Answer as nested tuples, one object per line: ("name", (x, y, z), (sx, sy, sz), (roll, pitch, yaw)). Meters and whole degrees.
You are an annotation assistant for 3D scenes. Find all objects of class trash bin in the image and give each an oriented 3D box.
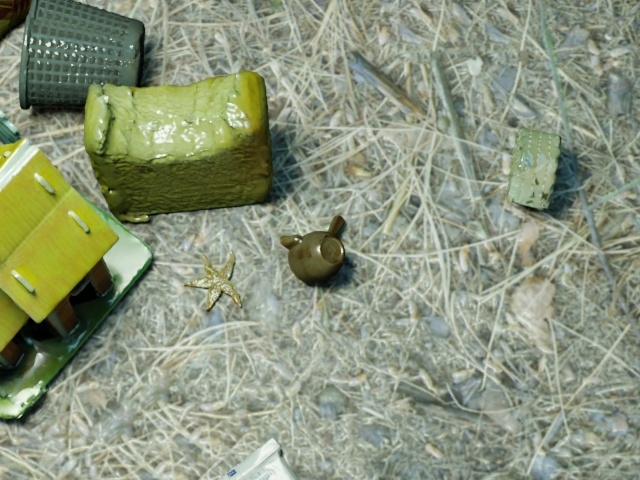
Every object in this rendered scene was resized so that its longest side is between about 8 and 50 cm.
("trash bin", (-0.327, -0.259, 1.855), (0.161, 0.175, 0.175), (7, 70, -8))

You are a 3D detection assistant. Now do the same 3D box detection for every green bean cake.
("green bean cake", (-0.183, -0.135, 1.763), (0.236, 0.233, 0.124), (-6, 64, -2))

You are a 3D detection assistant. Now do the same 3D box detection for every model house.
("model house", (-0.440, -0.014, 1.673), (0.340, 0.324, 0.300), (37, 74, 13))

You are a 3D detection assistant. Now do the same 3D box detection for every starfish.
("starfish", (-0.136, 0.055, 1.806), (0.086, 0.016, 0.092), (27, 70, 8))

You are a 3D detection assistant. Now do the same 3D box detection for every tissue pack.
("tissue pack", (-0.051, 0.360, 1.686), (0.122, 0.026, 0.193), (-36, 73, -11))

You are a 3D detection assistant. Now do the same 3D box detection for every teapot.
("teapot", (0.000, 0.000, 1.791), (0.085, 0.080, 0.110), (43, 60, -15))

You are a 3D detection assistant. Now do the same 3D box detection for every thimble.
("thimble", (0.290, -0.096, 1.812), (0.062, 0.084, 0.110), (10, 69, 4))

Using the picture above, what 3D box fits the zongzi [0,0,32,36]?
("zongzi", (-0.451, -0.312, 1.917), (0.184, 0.084, 0.187), (12, 78, -5))
